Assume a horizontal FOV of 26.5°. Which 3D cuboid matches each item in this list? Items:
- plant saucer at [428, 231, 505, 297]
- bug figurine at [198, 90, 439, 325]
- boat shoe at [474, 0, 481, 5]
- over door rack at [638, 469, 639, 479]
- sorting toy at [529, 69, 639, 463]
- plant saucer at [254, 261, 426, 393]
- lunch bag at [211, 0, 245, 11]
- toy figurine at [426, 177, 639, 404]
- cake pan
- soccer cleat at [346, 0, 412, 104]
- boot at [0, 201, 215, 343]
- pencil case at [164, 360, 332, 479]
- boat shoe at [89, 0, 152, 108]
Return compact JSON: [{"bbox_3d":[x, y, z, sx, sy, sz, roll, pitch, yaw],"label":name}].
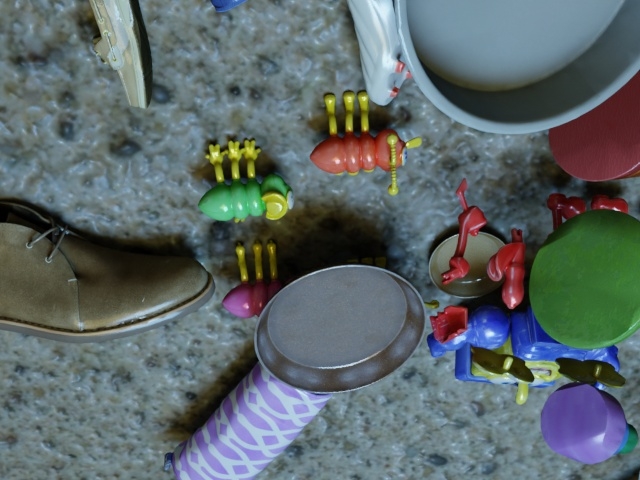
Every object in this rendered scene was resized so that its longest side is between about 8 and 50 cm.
[{"bbox_3d":[0.150,0.021,1.368,0.083,0.015,0.083,-1,125,-2],"label":"plant saucer"},{"bbox_3d":[0.000,0.000,1.311,0.216,0.072,0.279,-8,126,3],"label":"bug figurine"},{"bbox_3d":[0.122,-0.298,1.128,0.065,0.075,0.206,-32,127,-33],"label":"boat shoe"},{"bbox_3d":[0.462,0.247,1.383,0.239,0.108,0.324,24,140,-18],"label":"over door rack"},{"bbox_3d":[0.276,0.025,1.231,0.127,0.365,0.126,-4,160,40],"label":"sorting toy"},{"bbox_3d":[0.018,0.080,1.312,0.168,0.029,0.168,-6,131,-7],"label":"plant saucer"},{"bbox_3d":[-0.062,-0.246,1.137,0.098,0.067,0.065,-24,123,13],"label":"lunch bag"},{"bbox_3d":[0.237,0.077,1.367,0.362,0.191,0.217,5,160,-23],"label":"toy figurine"},{"bbox_3d":[0.179,-0.230,1.110,0.293,0.054,0.293,-14,124,-22],"label":"cake pan"},{"bbox_3d":[0.051,-0.208,1.179,0.076,0.068,0.196,20,134,19],"label":"soccer cleat"},{"bbox_3d":[-0.255,0.026,1.304,0.305,0.112,0.115,-1,115,1],"label":"boot"},{"bbox_3d":[-0.072,0.191,1.433,0.086,0.088,0.206,35,117,-20],"label":"pencil case"},{"bbox_3d":[-0.178,-0.179,1.194,0.045,0.050,0.135,-6,115,6],"label":"boat shoe"}]
